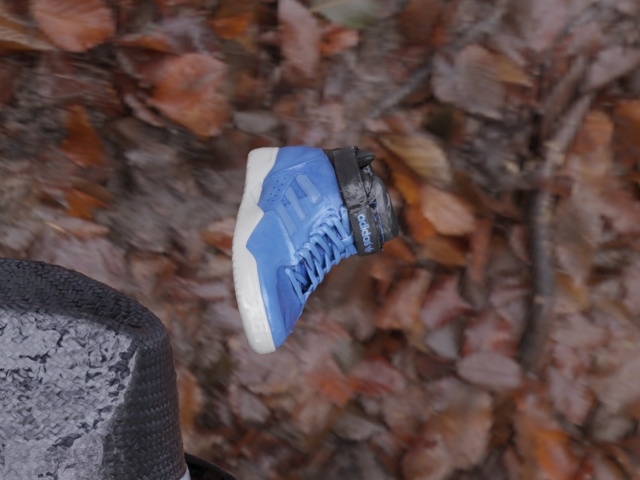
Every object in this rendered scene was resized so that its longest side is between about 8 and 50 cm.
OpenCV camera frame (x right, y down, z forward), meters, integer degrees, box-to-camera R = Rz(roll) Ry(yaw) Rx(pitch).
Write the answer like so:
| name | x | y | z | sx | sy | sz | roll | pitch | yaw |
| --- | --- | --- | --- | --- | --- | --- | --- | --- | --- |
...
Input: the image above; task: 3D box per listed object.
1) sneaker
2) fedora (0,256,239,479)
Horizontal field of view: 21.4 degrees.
| name | x | y | z | sx | sy | sz | roll | pitch | yaw |
| --- | --- | --- | --- | --- | --- | --- | --- | --- | --- |
| sneaker | 0.000 | -0.001 | 0.934 | 0.085 | 0.152 | 0.058 | -5 | 127 | 8 |
| fedora | -0.204 | 0.096 | 1.037 | 0.334 | 0.334 | 0.152 | 1 | 100 | -20 |
